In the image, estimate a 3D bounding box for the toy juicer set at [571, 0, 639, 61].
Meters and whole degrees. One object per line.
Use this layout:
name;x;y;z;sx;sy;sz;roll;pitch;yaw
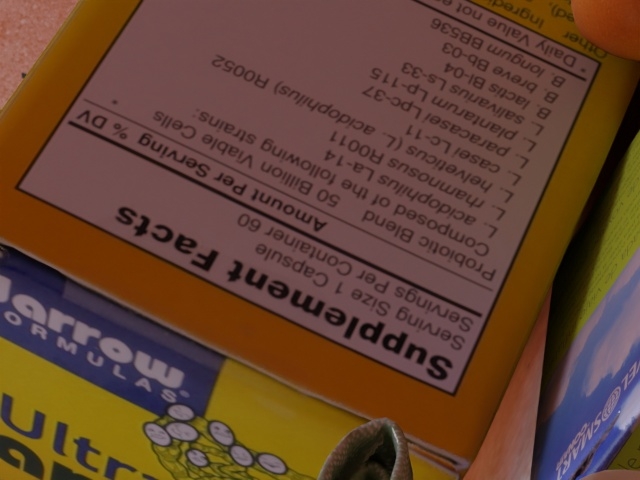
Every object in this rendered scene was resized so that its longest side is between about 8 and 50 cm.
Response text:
toy juicer set;0.157;-0.175;0.569;0.209;0.089;0.329;-54;1;-29

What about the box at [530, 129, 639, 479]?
box;0.108;0.029;0.598;0.178;0.042;0.109;-73;8;-56

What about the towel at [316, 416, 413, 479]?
towel;-0.020;0.239;0.473;0.325;0.038;0.248;89;-165;-46

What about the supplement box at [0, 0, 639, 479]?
supplement box;0.009;-0.044;0.756;0.356;0.194;0.195;-62;-5;-35

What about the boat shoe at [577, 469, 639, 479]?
boat shoe;0.044;0.167;0.438;0.079;0.084;0.233;124;164;-71
